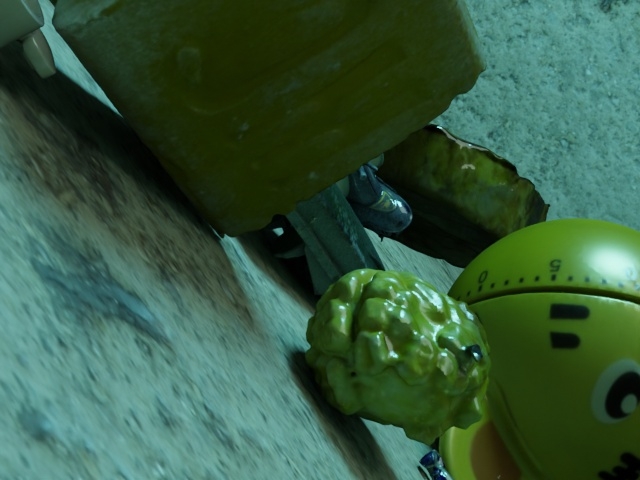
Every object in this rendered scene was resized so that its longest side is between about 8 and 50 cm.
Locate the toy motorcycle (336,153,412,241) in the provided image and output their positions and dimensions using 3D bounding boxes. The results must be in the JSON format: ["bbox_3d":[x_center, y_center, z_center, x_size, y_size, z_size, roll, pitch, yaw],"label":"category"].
[{"bbox_3d":[-0.004,-0.098,1.496,0.263,0.091,0.157,36,-20,25],"label":"toy motorcycle"}]

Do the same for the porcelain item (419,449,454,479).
[{"bbox_3d":[0.142,0.268,1.295,0.136,0.021,0.075,52,9,-9],"label":"porcelain item"}]

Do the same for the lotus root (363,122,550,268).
[{"bbox_3d":[0.104,-0.074,1.724,0.375,0.111,0.390,26,-7,-8],"label":"lotus root"}]

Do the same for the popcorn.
[{"bbox_3d":[0.070,0.100,1.168,0.173,0.142,0.173,47,6,-7],"label":"popcorn"}]

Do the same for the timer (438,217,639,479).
[{"bbox_3d":[0.287,0.178,1.499,0.376,0.376,0.386,46,44,-42],"label":"timer"}]

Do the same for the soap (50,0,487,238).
[{"bbox_3d":[-0.041,-0.187,1.092,0.156,0.293,0.335,62,2,34],"label":"soap"}]

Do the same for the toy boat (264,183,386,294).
[{"bbox_3d":[0.000,0.000,1.400,0.319,0.092,0.141,55,4,-45],"label":"toy boat"}]

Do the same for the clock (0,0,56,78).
[{"bbox_3d":[-0.246,-0.197,0.886,0.229,0.063,0.155,65,-2,-37],"label":"clock"}]
